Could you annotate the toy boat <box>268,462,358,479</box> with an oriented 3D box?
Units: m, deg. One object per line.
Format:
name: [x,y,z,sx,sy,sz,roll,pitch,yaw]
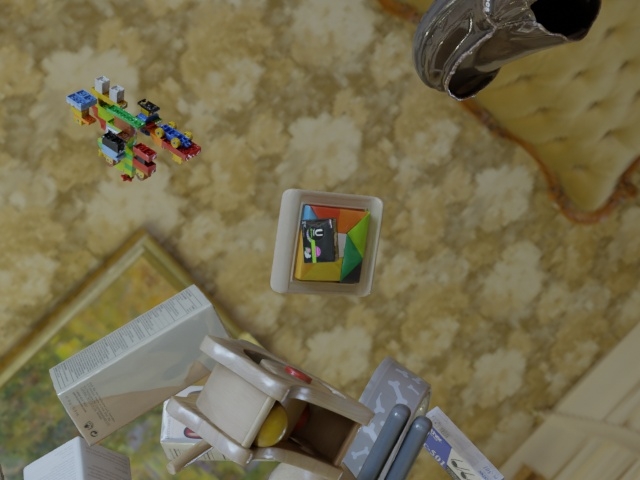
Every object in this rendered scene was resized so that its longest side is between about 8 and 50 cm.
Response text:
toy boat: [0.019,0.447,1.480,0.318,0.148,0.267,55,-168,4]

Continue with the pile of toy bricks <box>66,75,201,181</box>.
pile of toy bricks: [-0.280,-0.135,1.564,0.212,0.118,0.105,33,134,25]

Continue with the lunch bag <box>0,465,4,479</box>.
lunch bag: [-0.517,0.300,1.202,0.305,0.256,0.212,-14,85,47]

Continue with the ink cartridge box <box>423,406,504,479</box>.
ink cartridge box: [0.287,0.450,2.262,0.207,0.046,0.097,46,150,30]

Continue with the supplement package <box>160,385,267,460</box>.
supplement package: [-0.223,0.409,2.435,0.134,0.244,0.139,88,-178,-62]

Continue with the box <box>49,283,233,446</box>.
box: [-0.317,0.219,1.968,0.121,0.311,0.148,63,170,-20]

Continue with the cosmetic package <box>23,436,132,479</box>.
cosmetic package: [-0.461,0.506,2.099,0.151,0.151,0.183,38,-152,-45]

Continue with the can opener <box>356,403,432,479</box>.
can opener: [0.087,0.372,1.662,0.074,0.280,0.093,27,-159,10]

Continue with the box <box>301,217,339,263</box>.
box: [0.000,0.000,2.069,0.052,0.062,0.083,-11,-83,-78]

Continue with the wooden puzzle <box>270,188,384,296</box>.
wooden puzzle: [0.020,0.009,2.307,0.239,0.221,0.044,5,-173,-29]

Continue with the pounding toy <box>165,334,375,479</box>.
pounding toy: [-0.054,0.193,1.044,0.154,0.154,0.269,29,179,14]

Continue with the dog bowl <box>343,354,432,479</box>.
dog bowl: [0.111,0.398,2.086,0.102,0.348,0.349,23,169,14]

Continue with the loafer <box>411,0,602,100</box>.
loafer: [0.199,-0.232,1.092,0.130,0.134,0.366,50,158,10]
